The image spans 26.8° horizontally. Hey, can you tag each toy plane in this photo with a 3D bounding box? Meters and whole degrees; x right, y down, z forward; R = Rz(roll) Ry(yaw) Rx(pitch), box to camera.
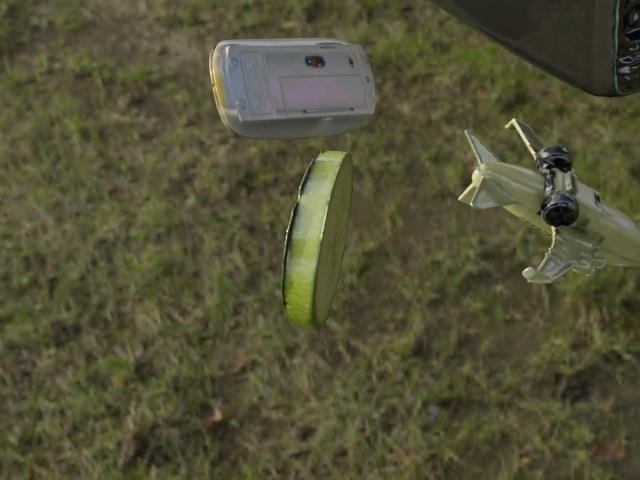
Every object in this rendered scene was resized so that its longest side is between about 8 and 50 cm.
[{"bbox_3d":[0.252,-0.031,1.382,0.244,0.092,0.229,19,44,-19],"label":"toy plane"}]

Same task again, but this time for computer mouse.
[{"bbox_3d":[-0.029,-0.151,1.323,0.199,0.102,0.045,-9,-5,-39],"label":"computer mouse"}]

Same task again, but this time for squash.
[{"bbox_3d":[0.005,0.001,1.590,0.041,0.219,0.219,11,44,13],"label":"squash"}]

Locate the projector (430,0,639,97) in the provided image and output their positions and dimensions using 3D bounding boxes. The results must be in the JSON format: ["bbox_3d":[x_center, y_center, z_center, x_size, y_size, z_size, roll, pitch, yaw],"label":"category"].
[{"bbox_3d":[0.223,-0.390,1.225,0.242,0.395,0.405,-24,41,-23],"label":"projector"}]
